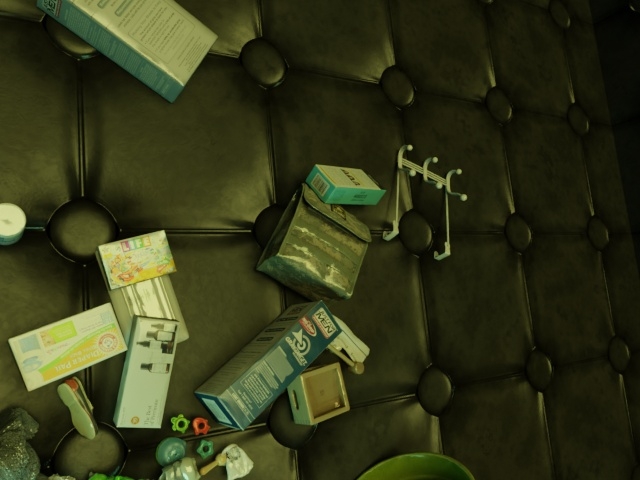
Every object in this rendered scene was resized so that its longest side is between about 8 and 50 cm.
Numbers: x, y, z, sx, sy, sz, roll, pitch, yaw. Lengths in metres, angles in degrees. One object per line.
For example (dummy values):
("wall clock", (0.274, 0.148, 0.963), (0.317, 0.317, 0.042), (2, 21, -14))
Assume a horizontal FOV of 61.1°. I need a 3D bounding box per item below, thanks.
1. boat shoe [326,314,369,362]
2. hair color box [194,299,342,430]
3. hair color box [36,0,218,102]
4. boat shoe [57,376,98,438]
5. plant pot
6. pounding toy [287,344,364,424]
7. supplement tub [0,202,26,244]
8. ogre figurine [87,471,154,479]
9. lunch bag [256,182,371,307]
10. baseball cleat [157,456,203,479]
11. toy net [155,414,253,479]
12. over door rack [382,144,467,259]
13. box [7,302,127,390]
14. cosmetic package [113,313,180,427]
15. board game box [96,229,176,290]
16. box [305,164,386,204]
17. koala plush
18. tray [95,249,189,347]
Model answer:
("boat shoe", (0.046, 0.274, 1.490), (0.226, 0.083, 0.076), (40, 62, -19))
("hair color box", (-0.124, 0.296, 1.330), (0.347, 0.173, 0.105), (-40, 102, -30))
("hair color box", (-0.467, -0.540, 1.336), (0.374, 0.113, 0.186), (35, 64, -21))
("boat shoe", (-0.512, 0.358, 1.162), (0.137, 0.049, 0.043), (63, 18, -4))
("plant pot", (0.267, 0.810, 1.386), (0.366, 0.366, 0.353), (-30, 108, -32))
("pounding toy", (0.014, 0.368, 1.448), (0.205, 0.094, 0.181), (-9, 83, -36))
("supplement tub", (-0.651, -0.033, 1.121), (0.070, 0.107, 0.071), (7, 77, -29))
("ogre figurine", (-0.426, 0.556, 1.136), (0.196, 0.097, 0.118), (2, 68, 14))
("lunch bag", (0.000, 0.000, 1.476), (0.235, 0.169, 0.287), (33, 57, -17))
("baseball cleat", (-0.308, 0.582, 1.212), (0.109, 0.072, 0.206), (-16, 104, -22))
("toy net", (-0.264, 0.493, 1.284), (0.232, 0.045, 0.122), (25, 66, -26))
("over door rack", (0.346, -0.126, 1.741), (0.239, 0.108, 0.325), (21, 70, -25))
("box", (-0.530, 0.221, 1.143), (0.203, 0.103, 0.114), (-22, 91, -32))
("cosmetic package", (-0.389, 0.292, 1.216), (0.098, 0.060, 0.239), (11, 85, -26))
("board game box", (-0.424, 0.044, 1.254), (0.154, 0.026, 0.104), (-17, 89, -32))
("box", (0.076, -0.156, 1.546), (0.244, 0.060, 0.100), (-2, 45, -50))
("koala plush", (-0.582, 0.470, 1.024), (0.196, 0.203, 0.221), (-39, 112, -30))
("tray", (-0.415, 0.129, 1.276), (0.145, 0.030, 0.271), (-19, 90, -32))
